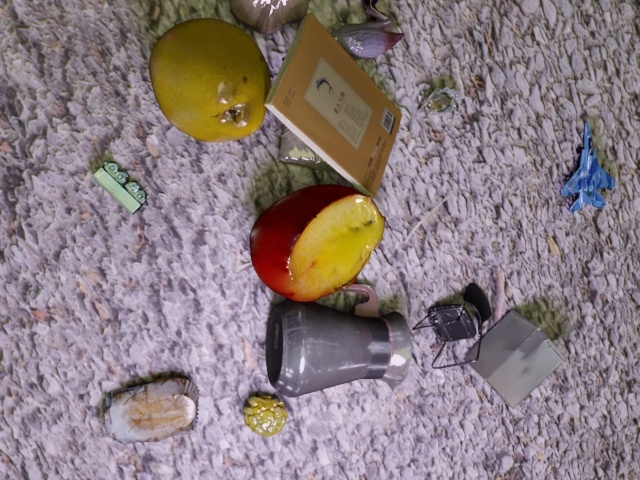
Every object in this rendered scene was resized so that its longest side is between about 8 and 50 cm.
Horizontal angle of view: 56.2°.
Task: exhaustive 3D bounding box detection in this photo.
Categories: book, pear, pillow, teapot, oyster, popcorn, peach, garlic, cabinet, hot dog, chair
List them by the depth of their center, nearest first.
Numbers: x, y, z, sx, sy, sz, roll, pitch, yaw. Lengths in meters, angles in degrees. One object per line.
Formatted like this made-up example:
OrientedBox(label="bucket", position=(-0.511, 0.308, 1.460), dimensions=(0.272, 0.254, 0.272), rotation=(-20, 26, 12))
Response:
OrientedBox(label="pear", position=(-0.249, -0.348, 1.342), dimensions=(0.284, 0.336, 0.285), rotation=(1, 115, 2))
OrientedBox(label="garlic", position=(-0.123, -0.608, 1.409), dimensions=(0.227, 0.152, 0.228), rotation=(-3, 99, -15))
OrientedBox(label="book", position=(0.050, -0.312, 1.432), dimensions=(0.389, 0.032, 0.269), rotation=(38, 63, -37))
OrientedBox(label="peach", position=(0.000, 0.000, 1.482), dimensions=(0.338, 0.281, 0.281), rotation=(-16, 103, 8))
OrientedBox(label="pillow", position=(-0.017, -0.246, 1.536), dimensions=(0.181, 0.078, 0.134), rotation=(9, 96, -9))
OrientedBox(label="teapot", position=(0.041, 0.258, 1.576), dimensions=(0.343, 0.253, 0.301), rotation=(5, 68, -18))
OrientedBox(label="hot dog", position=(-0.446, 0.451, 1.589), dimensions=(0.270, 0.082, 0.163), rotation=(-11, 94, 0))
OrientedBox(label="oyster", position=(0.316, -0.370, 1.600), dimensions=(0.100, 0.037, 0.098), rotation=(15, 117, -33))
OrientedBox(label="popcorn", position=(-0.149, 0.479, 1.639), dimensions=(0.120, 0.116, 0.106), rotation=(-13, 146, -5))
OrientedBox(label="chair", position=(0.379, 0.232, 1.687), dimensions=(0.145, 0.221, 0.140), rotation=(-17, 109, 37))
OrientedBox(label="cabinet", position=(0.547, 0.335, 1.708), dimensions=(0.206, 0.150, 0.145), rotation=(-44, 110, 0))

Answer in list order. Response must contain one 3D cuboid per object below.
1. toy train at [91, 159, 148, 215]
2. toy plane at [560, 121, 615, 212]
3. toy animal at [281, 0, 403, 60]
OrientedBox(label="toy train", position=(-0.493, -0.132, 1.490), dimensions=(0.071, 0.038, 0.148), rotation=(-43, 105, 3))
OrientedBox(label="toy plane", position=(0.745, -0.205, 1.683), dimensions=(0.169, 0.078, 0.247), rotation=(-10, 96, -8))
OrientedBox(label="toy animal", position=(0.076, -0.501, 1.497), dimensions=(0.195, 0.090, 0.324), rotation=(39, 83, -8))
